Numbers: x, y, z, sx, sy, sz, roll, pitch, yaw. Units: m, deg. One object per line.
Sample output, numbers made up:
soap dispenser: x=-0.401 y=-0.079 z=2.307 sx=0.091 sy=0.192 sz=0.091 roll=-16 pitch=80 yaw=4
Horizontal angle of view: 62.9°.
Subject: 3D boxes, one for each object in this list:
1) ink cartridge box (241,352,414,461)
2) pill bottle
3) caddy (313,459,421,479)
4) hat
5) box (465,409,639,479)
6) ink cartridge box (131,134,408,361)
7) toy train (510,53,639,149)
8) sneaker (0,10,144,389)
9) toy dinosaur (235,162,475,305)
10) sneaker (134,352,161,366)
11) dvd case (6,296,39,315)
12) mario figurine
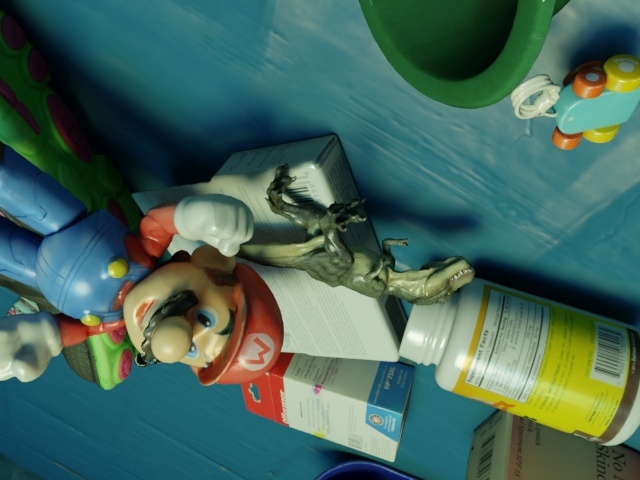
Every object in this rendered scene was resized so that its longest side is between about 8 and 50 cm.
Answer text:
ink cartridge box: x=0.007 y=0.213 z=0.738 sx=0.230 sy=0.078 sz=0.134 roll=14 pitch=135 yaw=15
pill bottle: x=0.192 y=0.109 z=0.516 sx=0.214 sy=0.117 sz=0.117 roll=17 pitch=136 yaw=12
caddy: x=0.115 y=0.513 z=0.851 sx=0.340 sy=0.241 sz=0.179 roll=16 pitch=140 yaw=12
hat: x=0.145 y=-0.194 z=0.326 sx=0.208 sy=0.183 sz=0.173 roll=46 pitch=157 yaw=44
box: x=0.306 y=0.323 z=0.636 sx=0.232 sy=0.149 sz=0.127 roll=23 pitch=136 yaw=5
ink cartridge box: x=-0.049 y=0.027 z=0.605 sx=0.238 sy=0.060 sz=0.275 roll=-3 pitch=128 yaw=30
toy train: x=0.197 y=-0.128 z=0.315 sx=0.125 sy=0.046 sz=0.166 roll=23 pitch=135 yaw=-40
sneaker: x=-0.346 y=-0.035 z=0.592 sx=0.202 sy=0.185 sz=0.483 roll=-16 pitch=114 yaw=12
toy dinosaur: x=0.000 y=0.000 z=0.474 sx=0.267 sy=0.064 sz=0.118 roll=12 pitch=141 yaw=21
sneaker: x=-0.245 y=0.166 z=0.827 sx=0.063 sy=0.073 sz=0.162 roll=42 pitch=136 yaw=-14
dvd case: x=-0.559 y=0.150 z=1.019 sx=0.087 sy=0.013 sz=0.119 roll=43 pitch=136 yaw=-15
mario figurine: x=-0.177 y=0.036 z=0.441 sx=0.320 sy=0.170 sz=0.198 roll=27 pitch=141 yaw=-11
